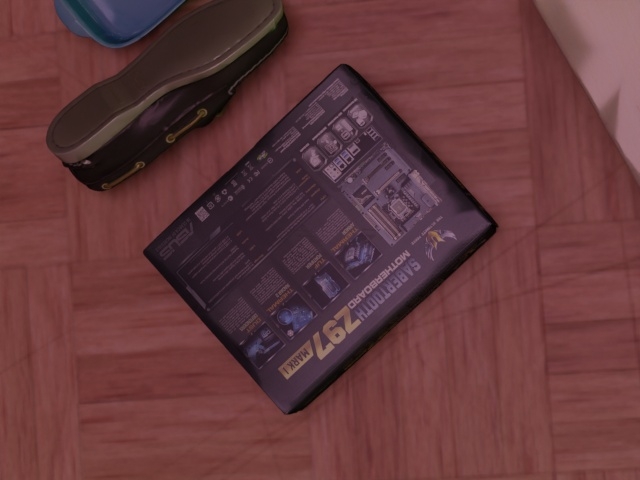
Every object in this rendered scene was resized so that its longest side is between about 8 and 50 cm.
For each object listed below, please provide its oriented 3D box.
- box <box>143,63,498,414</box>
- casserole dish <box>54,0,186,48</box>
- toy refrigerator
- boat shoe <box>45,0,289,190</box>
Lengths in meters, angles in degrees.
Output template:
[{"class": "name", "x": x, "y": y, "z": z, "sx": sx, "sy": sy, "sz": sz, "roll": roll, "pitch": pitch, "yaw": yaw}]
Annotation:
[{"class": "box", "x": 0.000, "y": 0.000, "z": 1.588, "sx": 0.233, "sy": 0.059, "sz": 0.183, "roll": -44, "pitch": 80, "yaw": 7}, {"class": "casserole dish", "x": -0.143, "y": -0.243, "z": 1.641, "sx": 0.188, "sy": 0.037, "sz": 0.114, "roll": -41, "pitch": 80, "yaw": 9}, {"class": "toy refrigerator", "x": 0.264, "y": -0.108, "z": 1.512, "sx": 0.094, "sy": 0.102, "sz": 0.269, "roll": -31, "pitch": 81, "yaw": 10}, {"class": "boat shoe", "x": -0.118, "y": -0.125, "z": 1.617, "sx": 0.228, "sy": 0.068, "sz": 0.081, "roll": -33, "pitch": 42, "yaw": 6}]
